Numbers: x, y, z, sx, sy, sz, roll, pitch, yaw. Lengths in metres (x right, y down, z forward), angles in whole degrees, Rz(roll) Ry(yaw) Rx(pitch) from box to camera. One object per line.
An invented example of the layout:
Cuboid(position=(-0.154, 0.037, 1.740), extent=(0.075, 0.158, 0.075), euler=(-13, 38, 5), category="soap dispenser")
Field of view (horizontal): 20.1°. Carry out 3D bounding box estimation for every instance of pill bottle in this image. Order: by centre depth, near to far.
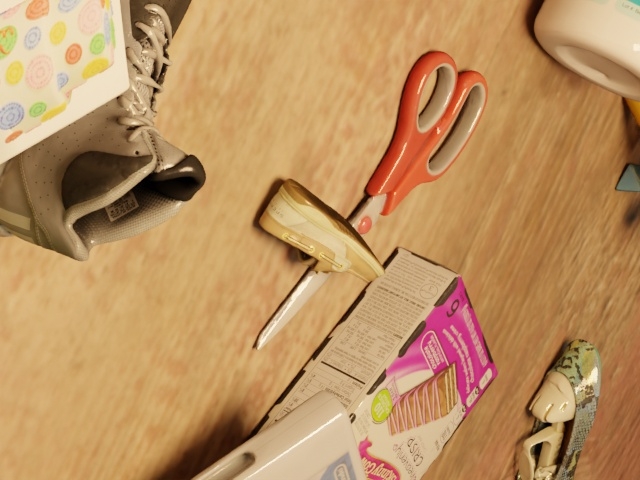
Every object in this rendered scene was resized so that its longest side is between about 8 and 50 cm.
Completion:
Cuboid(position=(0.302, -0.260, 1.554), extent=(0.264, 0.146, 0.146), euler=(-62, 147, -5), category="pill bottle")

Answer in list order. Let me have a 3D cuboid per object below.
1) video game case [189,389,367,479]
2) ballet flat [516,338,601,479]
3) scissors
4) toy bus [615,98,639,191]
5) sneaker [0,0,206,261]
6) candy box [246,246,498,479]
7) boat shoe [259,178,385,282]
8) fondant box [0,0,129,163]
Cuboid(position=(-0.076, 0.304, 1.412), extent=(0.300, 0.036, 0.329), euler=(-33, 138, -17), category="video game case")
Cuboid(position=(0.238, 0.191, 1.839), extent=(0.070, 0.070, 0.188), euler=(-15, 119, -50), category="ballet flat")
Cuboid(position=(0.048, -0.022, 1.463), extent=(0.297, 0.021, 0.109), euler=(-60, 147, -9), category="scissors")
Cuboid(position=(0.374, -0.081, 1.731), extent=(0.104, 0.202, 0.191), euler=(-1, 107, -54), category="toy bus")
Cuboid(position=(-0.105, -0.082, 1.102), extent=(0.228, 0.132, 0.086), euler=(-59, 147, -9), category="sneaker")
Cuboid(position=(0.045, 0.145, 1.521), extent=(0.233, 0.071, 0.159), euler=(-51, 144, -20), category="candy box")
Cuboid(position=(0.000, 0.000, 1.385), extent=(0.045, 0.050, 0.135), euler=(-43, 135, 7), category="boat shoe")
Cuboid(position=(-0.251, -0.124, 0.902), extent=(0.330, 0.096, 0.238), euler=(-35, 136, -37), category="fondant box")
